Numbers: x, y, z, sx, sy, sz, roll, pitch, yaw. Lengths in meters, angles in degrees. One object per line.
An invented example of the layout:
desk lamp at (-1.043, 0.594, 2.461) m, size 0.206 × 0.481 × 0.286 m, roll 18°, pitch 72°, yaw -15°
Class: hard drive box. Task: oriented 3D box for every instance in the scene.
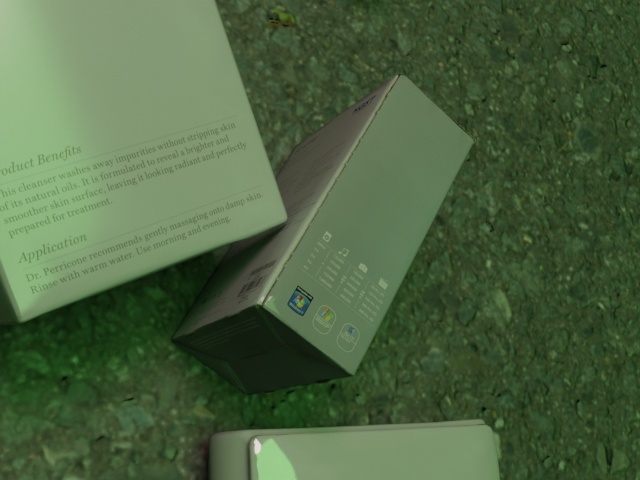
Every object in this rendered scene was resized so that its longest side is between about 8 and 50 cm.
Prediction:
hard drive box at (0.000, 0.000, 0.678) m, size 0.089 × 0.181 × 0.232 m, roll 38°, pitch 62°, yaw -16°

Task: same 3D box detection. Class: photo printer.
photo printer at (0.036, 0.302, 0.658) m, size 0.256 × 0.107 × 0.307 m, roll 5°, pitch 74°, yaw -28°

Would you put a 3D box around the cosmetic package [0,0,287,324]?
cosmetic package at (-0.199, -0.153, 0.591) m, size 0.217 × 0.156 × 0.385 m, roll -20°, pitch 95°, yaw -33°
